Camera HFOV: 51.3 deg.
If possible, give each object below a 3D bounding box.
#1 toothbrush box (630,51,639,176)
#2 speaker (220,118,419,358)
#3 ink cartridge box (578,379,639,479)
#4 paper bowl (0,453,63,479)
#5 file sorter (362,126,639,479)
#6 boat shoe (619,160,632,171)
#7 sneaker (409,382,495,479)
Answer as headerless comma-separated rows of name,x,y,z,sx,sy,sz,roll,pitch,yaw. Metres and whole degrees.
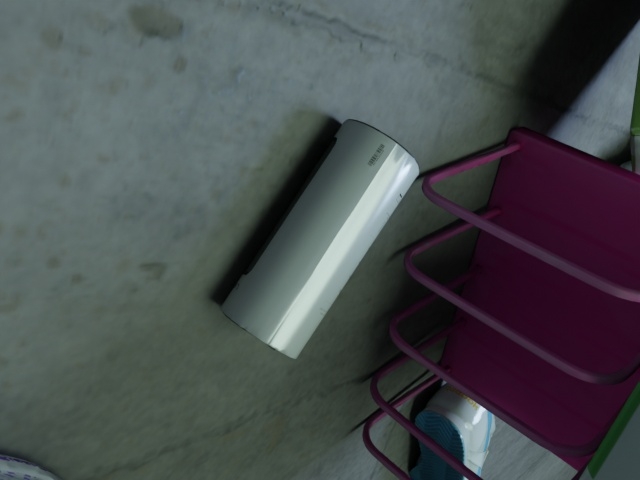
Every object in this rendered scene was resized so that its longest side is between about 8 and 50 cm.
toothbrush box,0.351,-0.172,0.586,0.206,0.122,0.283,41,57,-57
speaker,0.000,0.000,0.390,0.136,0.055,0.055,-57,148,-4
ink cartridge box,0.309,0.162,0.508,0.289,0.121,0.211,-6,122,-47
paper bowl,-0.181,0.240,0.255,0.284,0.148,0.284,-32,139,-34
file sorter,0.169,0.088,0.565,0.182,0.202,0.290,-21,132,-40
boat shoe,0.529,-0.131,0.926,0.367,0.136,0.156,-12,123,-42
sneaker,0.166,0.251,0.799,0.092,0.087,0.228,-40,145,-32
